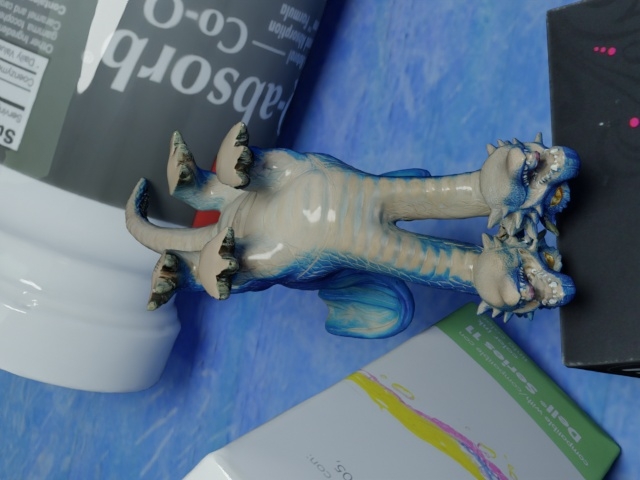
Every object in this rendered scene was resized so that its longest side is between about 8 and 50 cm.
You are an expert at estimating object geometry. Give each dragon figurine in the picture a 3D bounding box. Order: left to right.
[{"bbox_3d":[0.000,0.000,0.558,0.289,0.144,0.085,-12,70,63],"label":"dragon figurine"}]

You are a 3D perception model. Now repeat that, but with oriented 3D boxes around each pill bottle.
[{"bbox_3d":[-0.124,-0.102,0.763,0.210,0.210,0.363,26,100,41],"label":"pill bottle"}]

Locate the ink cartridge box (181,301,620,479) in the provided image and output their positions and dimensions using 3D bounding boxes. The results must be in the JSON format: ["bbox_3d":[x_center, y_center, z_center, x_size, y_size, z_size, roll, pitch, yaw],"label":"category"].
[{"bbox_3d":[-0.016,0.162,0.512,0.119,0.353,0.207,47,114,12],"label":"ink cartridge box"}]

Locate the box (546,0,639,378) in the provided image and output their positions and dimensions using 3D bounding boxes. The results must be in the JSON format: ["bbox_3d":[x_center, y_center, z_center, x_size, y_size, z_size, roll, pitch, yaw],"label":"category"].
[{"bbox_3d":[0.243,-0.032,0.475,0.270,0.143,0.165,-11,74,40],"label":"box"}]
